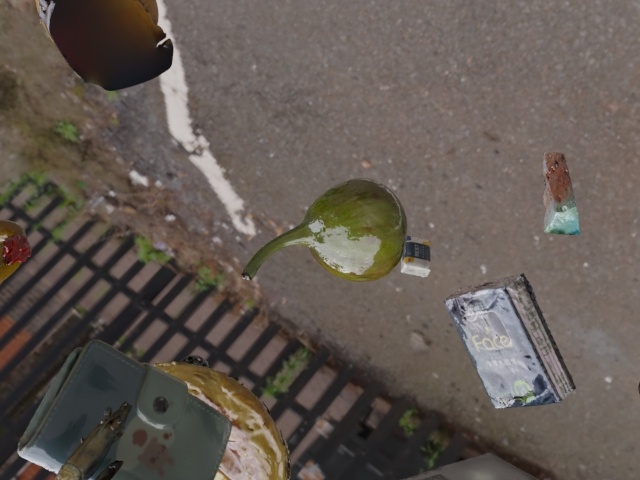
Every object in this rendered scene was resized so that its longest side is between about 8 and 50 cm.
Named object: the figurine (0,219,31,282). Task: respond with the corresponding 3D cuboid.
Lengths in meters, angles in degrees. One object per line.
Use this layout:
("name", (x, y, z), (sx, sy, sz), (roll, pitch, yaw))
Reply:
("figurine", (-0.773, 0.080, 1.629), (0.268, 0.387, 0.401), (30, 175, -25))

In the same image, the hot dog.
("hot dog", (-0.305, -0.345, 1.105), (0.107, 0.194, 0.326), (59, 160, 17))

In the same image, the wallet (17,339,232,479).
("wallet", (-0.337, 0.356, 1.466), (0.360, 0.252, 0.083), (35, 150, -22))

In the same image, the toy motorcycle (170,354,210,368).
("toy motorcycle", (-0.317, 0.417, 2.076), (0.275, 0.127, 0.205), (42, 145, 43))

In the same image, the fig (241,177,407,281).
("fig", (0.000, 0.000, 1.099), (0.149, 0.245, 0.149), (167, 90, -73))

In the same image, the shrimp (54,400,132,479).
("shrimp", (-0.371, 0.369, 1.309), (0.051, 0.217, 0.150), (26, 159, 21))

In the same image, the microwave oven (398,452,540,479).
("microwave oven", (0.300, 0.644, 1.382), (0.374, 0.237, 0.431), (-167, 72, -64))

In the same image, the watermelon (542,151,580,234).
("watermelon", (0.660, -0.146, 2.196), (0.095, 0.241, 0.154), (-4, 152, 10))

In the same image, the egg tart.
("egg tart", (-0.253, 0.451, 1.824), (0.444, 0.178, 0.442), (10, 116, 21))

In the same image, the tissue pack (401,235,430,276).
("tissue pack", (0.210, 0.035, 1.743), (0.062, 0.083, 0.042), (14, 143, -9))

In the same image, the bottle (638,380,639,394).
("bottle", (0.682, 0.290, 1.514), (0.072, 0.082, 0.244), (-3, 167, 44))

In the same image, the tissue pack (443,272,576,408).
("tissue pack", (0.342, 0.187, 1.449), (0.173, 0.073, 0.235), (-20, 96, 56))
